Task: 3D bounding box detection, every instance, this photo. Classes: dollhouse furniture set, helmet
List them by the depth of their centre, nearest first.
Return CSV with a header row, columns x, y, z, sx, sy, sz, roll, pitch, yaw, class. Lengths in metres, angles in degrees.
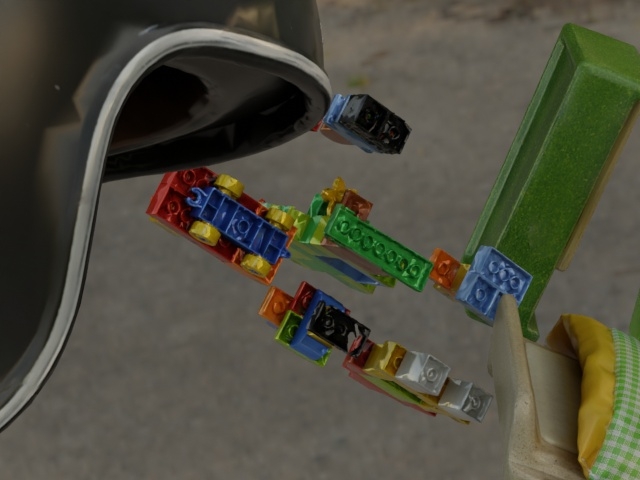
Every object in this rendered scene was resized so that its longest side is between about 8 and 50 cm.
x,y,z,sx,sy,sz,roll,pitch,yaw,class
-0.088,-0.037,0.375,0.169,0.169,0.162,14,69,43,helmet
0.189,0.030,0.933,0.197,0.151,0.301,22,18,-6,dollhouse furniture set

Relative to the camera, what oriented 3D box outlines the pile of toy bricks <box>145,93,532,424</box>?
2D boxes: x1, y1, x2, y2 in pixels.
x,y,z,sx,sy,sz,roll,pitch,yaw,class
0.000,0.000,0.952,0.105,0.212,0.118,7,67,57,pile of toy bricks
